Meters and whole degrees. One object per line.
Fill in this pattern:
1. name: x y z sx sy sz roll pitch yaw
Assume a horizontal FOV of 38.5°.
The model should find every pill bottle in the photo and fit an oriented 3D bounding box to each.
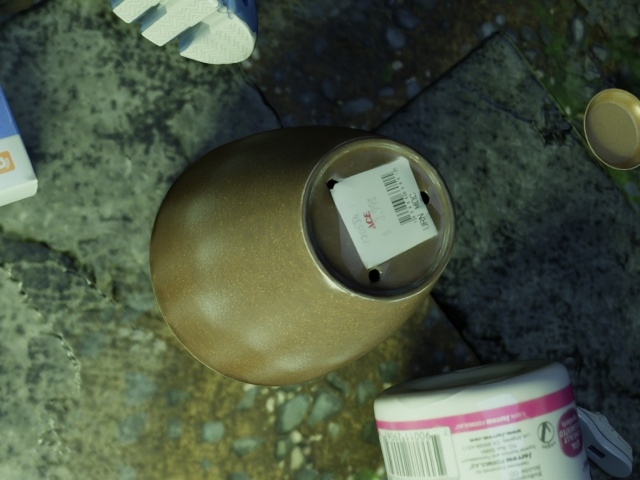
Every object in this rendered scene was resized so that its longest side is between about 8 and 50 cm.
1. pill bottle: 0.146 0.248 0.734 0.160 0.160 0.283 -10 86 -21

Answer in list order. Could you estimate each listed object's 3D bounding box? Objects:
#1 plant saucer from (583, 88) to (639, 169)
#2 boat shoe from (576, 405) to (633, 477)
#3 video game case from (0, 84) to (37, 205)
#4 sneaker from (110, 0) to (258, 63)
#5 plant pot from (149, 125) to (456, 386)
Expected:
1. plant saucer: 0.294 -0.110 0.917 0.084 0.015 0.083 3 81 -20
2. boat shoe: 0.254 0.177 0.855 0.100 0.035 0.035 39 44 -7
3. video game case: -0.368 -0.122 0.654 0.244 0.061 0.269 -22 90 -22
4. sneaker: -0.160 -0.292 0.714 0.316 0.127 0.182 31 63 -33
5. plant pot: 0.000 0.000 0.679 0.216 0.230 0.215 3 81 -20
